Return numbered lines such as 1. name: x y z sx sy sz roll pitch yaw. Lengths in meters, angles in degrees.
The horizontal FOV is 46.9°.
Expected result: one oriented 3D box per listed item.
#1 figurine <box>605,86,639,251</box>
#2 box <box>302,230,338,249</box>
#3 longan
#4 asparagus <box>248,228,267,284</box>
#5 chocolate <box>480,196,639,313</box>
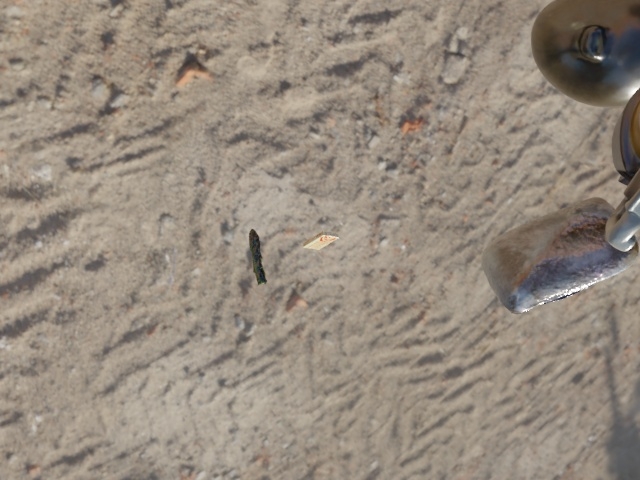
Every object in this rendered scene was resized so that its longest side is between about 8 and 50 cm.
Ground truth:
1. figurine: 0.414 -0.127 0.812 0.309 0.143 0.308 -36 177 -2
2. box: 0.000 0.000 2.077 0.058 0.015 0.093 11 151 -38
3. longan: 0.580 -0.399 1.520 0.300 0.300 0.243 -7 109 -31
4. asparagus: -0.181 0.046 2.112 0.036 0.030 0.165 -8 84 -13
5. chocolate: 0.478 0.016 1.491 0.303 0.185 0.100 -25 142 4
